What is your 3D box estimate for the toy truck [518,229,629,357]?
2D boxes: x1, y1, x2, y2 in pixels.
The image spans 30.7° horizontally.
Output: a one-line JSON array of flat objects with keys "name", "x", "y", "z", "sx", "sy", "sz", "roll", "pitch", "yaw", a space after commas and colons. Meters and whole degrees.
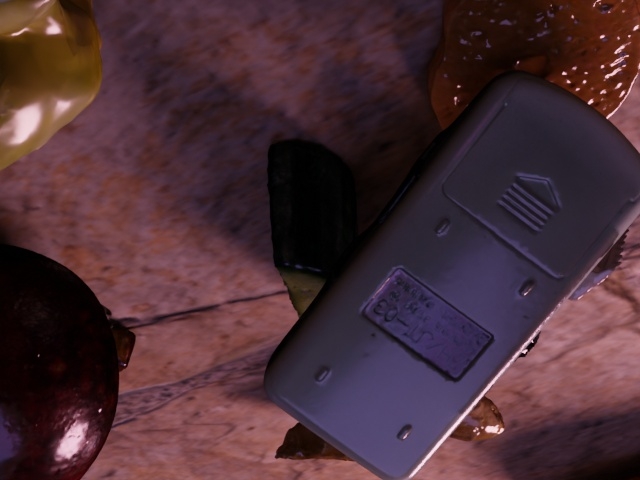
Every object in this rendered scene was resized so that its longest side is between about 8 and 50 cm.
[{"name": "toy truck", "x": 0.105, "y": 0.045, "z": 0.925, "sx": 0.286, "sy": 0.136, "sz": 0.111, "roll": -35, "pitch": 97, "yaw": 30}]

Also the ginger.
[{"name": "ginger", "x": 0.068, "y": 0.178, "z": 1.141, "sx": 0.214, "sy": 0.059, "sz": 0.133, "roll": 6, "pitch": 132, "yaw": -7}]

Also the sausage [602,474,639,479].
[{"name": "sausage", "x": 0.375, "y": 0.318, "z": 1.218, "sx": 0.268, "sy": 0.153, "sz": 0.141, "roll": -12, "pitch": 139, "yaw": 17}]

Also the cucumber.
[{"name": "cucumber", "x": 0.000, "y": 0.000, "z": 0.891, "sx": 0.062, "sy": 0.115, "sz": 0.116, "roll": -7, "pitch": 147, "yaw": 10}]

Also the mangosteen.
[{"name": "mangosteen", "x": -0.258, "y": 0.107, "z": 0.979, "sx": 0.236, "sy": 0.235, "sz": 0.261, "roll": -30, "pitch": 173, "yaw": 33}]

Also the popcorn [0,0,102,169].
[{"name": "popcorn", "x": -0.268, "y": -0.136, "z": 0.582, "sx": 0.312, "sy": 0.312, "sz": 0.312, "roll": 1, "pitch": 140, "yaw": 1}]

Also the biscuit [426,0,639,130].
[{"name": "biscuit", "x": 0.147, "y": -0.125, "z": 0.791, "sx": 0.142, "sy": 0.029, "sz": 0.220, "roll": 5, "pitch": 140, "yaw": -1}]

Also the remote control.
[{"name": "remote control", "x": 0.092, "y": 0.025, "z": 0.806, "sx": 0.140, "sy": 0.056, "sz": 0.296, "roll": 35, "pitch": 103, "yaw": -8}]
